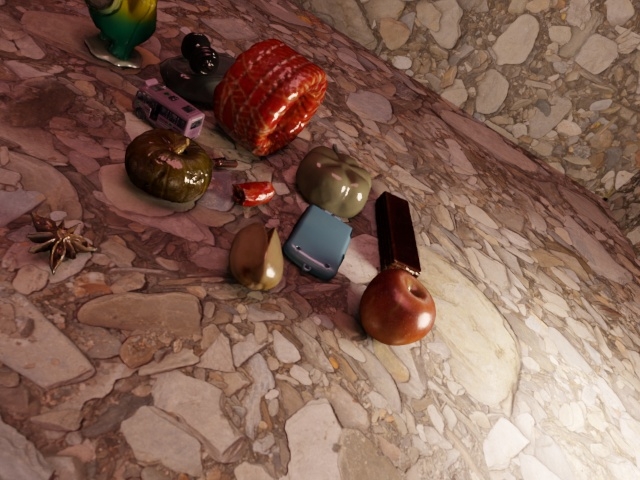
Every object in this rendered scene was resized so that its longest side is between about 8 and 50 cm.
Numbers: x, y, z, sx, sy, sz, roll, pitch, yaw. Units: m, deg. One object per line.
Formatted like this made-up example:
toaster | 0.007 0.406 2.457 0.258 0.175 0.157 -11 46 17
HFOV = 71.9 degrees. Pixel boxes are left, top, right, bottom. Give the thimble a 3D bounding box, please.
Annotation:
thimble | -0.163 -0.453 1.428 0.231 0.350 0.350 42 37 6

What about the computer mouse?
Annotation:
computer mouse | -0.400 -0.567 1.548 0.203 0.114 0.374 41 39 13

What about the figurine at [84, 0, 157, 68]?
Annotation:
figurine | -0.622 -0.752 1.402 0.232 0.340 0.323 -12 57 -44

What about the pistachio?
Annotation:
pistachio | -0.150 0.033 1.056 0.130 0.131 0.206 26 33 -25

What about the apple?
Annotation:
apple | 0.191 0.176 1.133 0.201 0.162 0.201 30 27 -18

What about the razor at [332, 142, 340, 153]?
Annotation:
razor | 0.082 -0.309 1.699 0.084 0.036 0.211 34 22 -42

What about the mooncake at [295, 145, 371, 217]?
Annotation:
mooncake | 0.049 -0.204 1.470 0.275 0.135 0.274 22 34 -16

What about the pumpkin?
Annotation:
pumpkin | -0.376 -0.197 1.118 0.219 0.162 0.218 24 35 -18

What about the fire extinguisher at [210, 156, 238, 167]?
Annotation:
fire extinguisher | -0.299 -0.238 1.326 0.100 0.032 0.046 -9 64 -50

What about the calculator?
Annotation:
calculator | 0.000 0.000 1.268 0.173 0.051 0.293 32 37 -4

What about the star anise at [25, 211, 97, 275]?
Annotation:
star anise | -0.526 -0.008 0.872 0.129 0.056 0.124 48 34 -7

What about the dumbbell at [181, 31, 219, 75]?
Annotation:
dumbbell | -0.387 -0.599 1.418 0.099 0.099 0.208 -5 51 -40

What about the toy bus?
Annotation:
toy bus | -0.451 -0.383 1.309 0.199 0.108 0.096 35 36 2

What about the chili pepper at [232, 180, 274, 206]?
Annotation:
chili pepper | -0.188 -0.135 1.266 0.123 0.073 0.070 -15 100 -43

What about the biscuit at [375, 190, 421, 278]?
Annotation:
biscuit | 0.251 -0.023 1.467 0.107 0.073 0.388 23 37 -16
